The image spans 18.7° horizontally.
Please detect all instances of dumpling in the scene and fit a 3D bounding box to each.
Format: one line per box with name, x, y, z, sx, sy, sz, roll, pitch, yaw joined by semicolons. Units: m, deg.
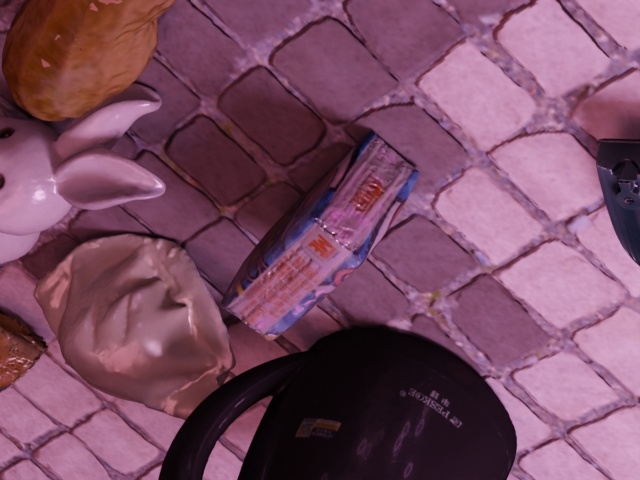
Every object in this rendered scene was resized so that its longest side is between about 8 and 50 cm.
dumpling;-0.159;0.067;1.714;0.181;0.111;0.155;29;109;-9

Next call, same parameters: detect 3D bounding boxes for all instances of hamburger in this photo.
hamburger;-0.355;0.109;1.877;0.176;0.087;0.102;-19;121;45

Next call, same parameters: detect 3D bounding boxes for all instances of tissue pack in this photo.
tissue pack;0.000;0.000;1.531;0.065;0.115;0.155;40;139;-7

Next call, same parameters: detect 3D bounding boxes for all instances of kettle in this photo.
kettle;-0.004;0.225;1.630;0.268;0.290;0.207;38;140;-6

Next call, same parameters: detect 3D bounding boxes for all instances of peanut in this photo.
peanut;-0.167;-0.173;1.477;0.108;0.095;0.226;14;141;-26

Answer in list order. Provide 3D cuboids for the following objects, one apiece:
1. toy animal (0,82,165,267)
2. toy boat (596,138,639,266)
toy animal;-0.233;-0.062;1.609;0.131;0.104;0.221;20;148;-34
toy boat;0.240;-0.020;1.415;0.055;0.060;0.141;4;140;28
